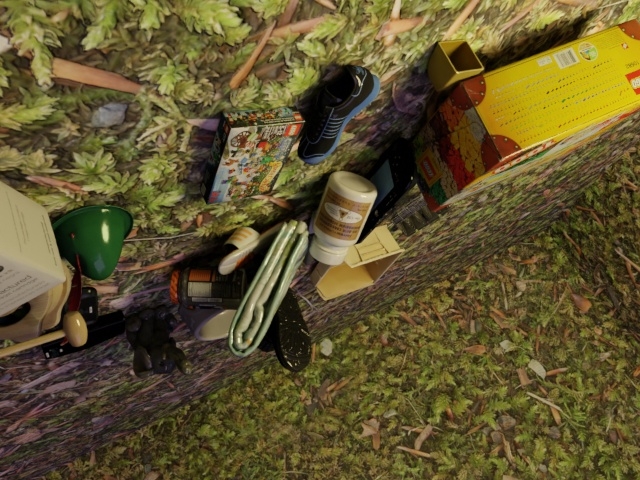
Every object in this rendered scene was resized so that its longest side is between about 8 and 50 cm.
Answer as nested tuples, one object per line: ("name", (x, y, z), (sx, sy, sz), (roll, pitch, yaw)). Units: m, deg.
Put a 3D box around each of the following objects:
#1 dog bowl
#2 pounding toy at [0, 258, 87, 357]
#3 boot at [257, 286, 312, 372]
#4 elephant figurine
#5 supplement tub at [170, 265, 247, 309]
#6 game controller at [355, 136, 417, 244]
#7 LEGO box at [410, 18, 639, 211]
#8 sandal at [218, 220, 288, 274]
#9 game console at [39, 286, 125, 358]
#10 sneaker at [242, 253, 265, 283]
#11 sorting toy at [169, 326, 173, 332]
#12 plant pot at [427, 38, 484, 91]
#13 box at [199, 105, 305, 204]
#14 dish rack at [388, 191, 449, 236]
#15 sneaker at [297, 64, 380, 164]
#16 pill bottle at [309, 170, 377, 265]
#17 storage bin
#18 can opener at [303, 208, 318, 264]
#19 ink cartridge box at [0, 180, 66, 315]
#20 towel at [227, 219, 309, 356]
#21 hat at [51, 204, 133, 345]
("dog bowl", (-0.288, 0.217, 1.631), (0.348, 0.102, 0.349), (-25, 159, -10))
("pounding toy", (-0.551, 0.107, 0.865), (0.269, 0.154, 0.155), (4, -168, 1))
("boot", (-0.160, 0.363, 1.808), (0.131, 0.348, 0.260), (12, 135, -30))
("elephant figurine", (-0.484, 0.332, 1.456), (0.169, 0.239, 0.186), (-23, 159, -14))
("supplement tub", (-0.298, 0.127, 1.320), (0.190, 0.117, 0.117), (2, 155, -2))
("game controller", (0.151, -0.123, 1.313), (0.067, 0.167, 0.319), (20, 138, -18))
("LEGO box", (0.511, -0.293, 1.224), (0.500, 0.193, 0.372), (-23, 172, -13))
("sandal", (-0.193, 0.001, 1.305), (0.265, 0.076, 0.102), (-37, 169, -47))
("game console", (-0.620, 0.207, 1.280), (0.213, 0.044, 0.361), (-17, 157, -31))
("sneaker", (-0.256, 0.096, 1.420), (0.227, 0.087, 0.130), (-22, 157, -24))
("sorting toy", (-0.506, 0.283, 1.591), (0.061, 0.042, 0.102), (-1, 146, -50))
("plant pot", (0.274, -0.361, 1.037), (0.081, 0.081, 0.083), (-17, 163, -28))
("box", (-0.145, -0.170, 1.000), (0.159, 0.044, 0.233), (-14, 155, -32))
("dish rack", (0.340, -0.107, 1.713), (0.208, 0.074, 0.271), (-35, 156, 14))
("sneaker", (0.014, -0.250, 0.976), (0.090, 0.081, 0.232), (5, 135, -50))
("pill bottle", (0.051, -0.055, 1.292), (0.131, 0.131, 0.229), (-9, 130, -41))
("storage bin", (0.125, 0.085, 1.809), (0.260, 0.123, 0.262), (-16, 156, -30))
("can opener", (0.000, 0.000, 1.493), (0.075, 0.095, 0.283), (-19, 150, -21))
("ink cartridge box", (-0.605, 0.004, 0.658), (0.285, 0.166, 0.395), (-28, 159, -2))
("towel", (-0.139, 0.145, 1.352), (0.375, 0.090, 0.320), (-63, 178, -14))
("hat", (-0.435, 0.062, 0.974), (0.172, 0.184, 0.208), (-11, 153, -38))
